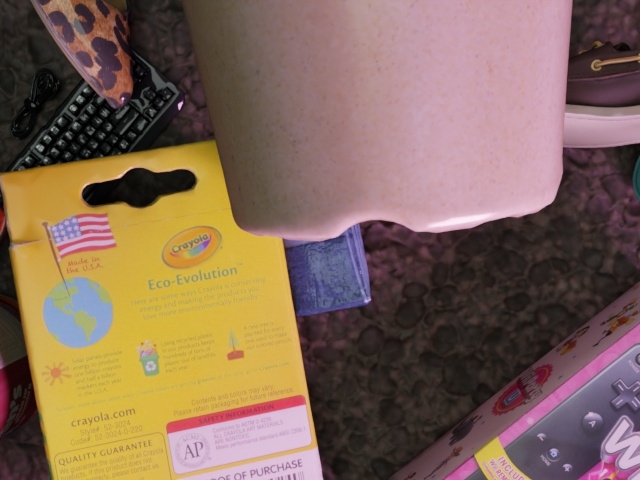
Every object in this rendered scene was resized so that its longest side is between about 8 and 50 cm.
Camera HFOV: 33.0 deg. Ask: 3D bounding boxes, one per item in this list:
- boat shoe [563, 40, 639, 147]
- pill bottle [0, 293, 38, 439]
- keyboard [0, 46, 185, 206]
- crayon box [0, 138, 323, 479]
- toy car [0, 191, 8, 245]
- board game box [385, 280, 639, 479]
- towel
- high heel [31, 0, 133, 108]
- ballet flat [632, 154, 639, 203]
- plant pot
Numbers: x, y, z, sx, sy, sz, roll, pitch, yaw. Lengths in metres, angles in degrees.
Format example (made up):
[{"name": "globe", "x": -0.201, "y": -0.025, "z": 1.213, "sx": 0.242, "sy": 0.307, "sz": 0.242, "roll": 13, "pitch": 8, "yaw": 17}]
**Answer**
[{"name": "boat shoe", "x": 0.224, "y": -0.110, "z": 0.788, "sx": 0.228, "sy": 0.081, "sz": 0.068, "roll": 3, "pitch": 79, "yaw": 37}, {"name": "pill bottle", "x": -0.288, "y": 0.110, "z": 0.799, "sx": 0.121, "sy": 0.221, "sz": 0.121, "roll": 1, "pitch": 95, "yaw": 6}, {"name": "keyboard", "x": -0.205, "y": -0.084, "z": 0.880, "sx": 0.108, "sy": 0.023, "sz": 0.180, "roll": 41, "pitch": 95, "yaw": 1}, {"name": "crayon box", "x": -0.117, "y": 0.089, "z": 0.831, "sx": 0.202, "sy": 0.081, "sz": 0.318, "roll": -9, "pitch": 94, "yaw": -13}, {"name": "toy car", "x": -0.341, "y": -0.103, "z": 0.868, "sx": 0.239, "sy": 0.053, "sz": 0.224, "roll": 7, "pitch": 90, "yaw": 12}, {"name": "board game box", "x": 0.212, "y": 0.210, "z": 0.835, "sx": 0.303, "sy": 0.097, "sz": 0.224, "roll": -40, "pitch": 91, "yaw": 5}, {"name": "towel", "x": 0.000, "y": 0.000, "z": 0.867, "sx": 0.067, "sy": 0.029, "sz": 0.119, "roll": -10, "pitch": 94, "yaw": 6}, {"name": "high heel", "x": -0.138, "y": -0.246, "z": 0.818, "sx": 0.186, "sy": 0.093, "sz": 0.261, "roll": -23, "pitch": 80, "yaw": 12}, {"name": "ballet flat", "x": 0.377, "y": -0.124, "z": 0.771, "sx": 0.342, "sy": 0.124, "sz": 0.116, "roll": -53, "pitch": 48, "yaw": 34}, {"name": "plant pot", "x": 0.037, "y": -0.167, "z": 0.714, "sx": 0.334, "sy": 0.334, "sz": 0.305, "roll": -5, "pitch": 99, "yaw": 5}]
